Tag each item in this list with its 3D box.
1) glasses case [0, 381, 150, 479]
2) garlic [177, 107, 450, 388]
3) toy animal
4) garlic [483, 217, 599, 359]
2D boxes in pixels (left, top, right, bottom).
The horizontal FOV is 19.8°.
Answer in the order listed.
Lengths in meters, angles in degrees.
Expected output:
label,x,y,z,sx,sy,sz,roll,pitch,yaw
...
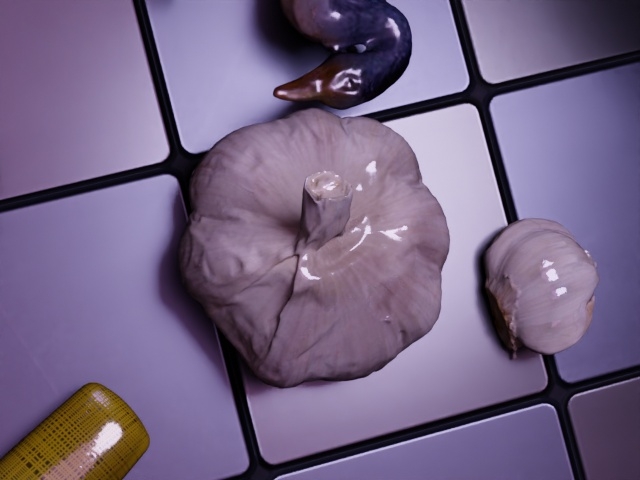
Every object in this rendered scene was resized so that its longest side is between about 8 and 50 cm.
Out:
label,x,y,z,sx,sy,sz,roll,pitch,yaw
glasses case,-0.225,0.204,1.352,0.234,0.064,0.079,-43,87,-11
garlic,0.000,0.000,1.341,0.218,0.212,0.218,1,81,-6
toy animal,-0.019,-0.245,1.398,0.185,0.122,0.298,4,67,-19
garlic,0.177,0.033,1.442,0.094,0.074,0.113,-22,74,-3
